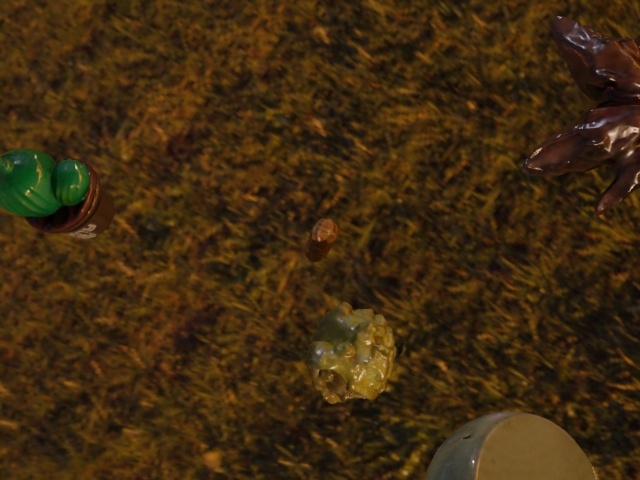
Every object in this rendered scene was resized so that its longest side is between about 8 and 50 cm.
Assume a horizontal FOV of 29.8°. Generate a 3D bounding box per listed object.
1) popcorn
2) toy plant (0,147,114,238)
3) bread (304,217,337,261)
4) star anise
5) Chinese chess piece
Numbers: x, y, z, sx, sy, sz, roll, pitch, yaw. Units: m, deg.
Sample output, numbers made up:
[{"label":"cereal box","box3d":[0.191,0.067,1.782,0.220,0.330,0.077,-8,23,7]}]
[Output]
[{"label":"popcorn","box3d":[0.057,0.186,1.993,0.173,0.142,0.173,-50,17,22]},{"label":"toy plant","box3d":[-0.351,-0.067,1.568,0.143,0.200,0.105,-2,71,28]},{"label":"bread","box3d":[0.000,0.000,2.156,0.044,0.157,0.052,40,73,5]},{"label":"star anise","box3d":[0.396,-0.138,1.306,0.350,0.109,0.292,31,96,5]},{"label":"Chinese chess piece","box3d":[0.239,0.335,1.471,0.101,0.250,0.250,-31,56,48]}]
